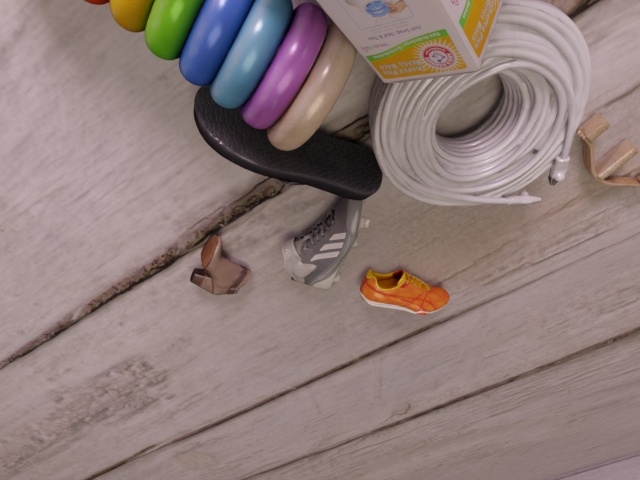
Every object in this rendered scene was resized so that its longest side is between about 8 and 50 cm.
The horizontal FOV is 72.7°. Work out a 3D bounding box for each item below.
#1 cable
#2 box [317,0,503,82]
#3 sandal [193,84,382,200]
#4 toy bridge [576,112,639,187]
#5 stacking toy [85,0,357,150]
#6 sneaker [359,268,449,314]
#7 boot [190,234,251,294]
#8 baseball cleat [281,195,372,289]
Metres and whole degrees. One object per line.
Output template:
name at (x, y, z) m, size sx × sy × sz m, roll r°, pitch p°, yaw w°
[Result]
cable at (0.186, -0.155, 0.525) m, size 0.256 × 0.089 × 0.257 m, roll -4°, pitch 133°, yaw -4°
box at (0.058, -0.236, 0.342) m, size 0.103 × 0.114 × 0.203 m, roll 12°, pitch 165°, yaw 45°
sandal at (-0.039, -0.106, 0.541) m, size 0.254 × 0.097 × 0.054 m, roll 21°, pitch 154°, yaw -25°
toy bridge at (0.430, -0.117, 0.641) m, size 0.188 × 0.026 × 0.063 m, roll 23°, pitch 127°, yaw -27°
stacking toy at (-0.133, -0.222, 0.399) m, size 0.330 × 0.141 × 0.141 m, roll 28°, pitch 124°, yaw -21°
sneaker at (0.158, 0.089, 0.773) m, size 0.175 × 0.064 × 0.068 m, roll 8°, pitch 122°, yaw -19°
boot at (-0.152, 0.044, 0.700) m, size 0.086 × 0.042 × 0.118 m, roll 16°, pitch 130°, yaw -31°
baseball cleat at (0.000, 0.000, 0.657) m, size 0.109 × 0.072 × 0.206 m, roll 11°, pitch 128°, yaw -10°
